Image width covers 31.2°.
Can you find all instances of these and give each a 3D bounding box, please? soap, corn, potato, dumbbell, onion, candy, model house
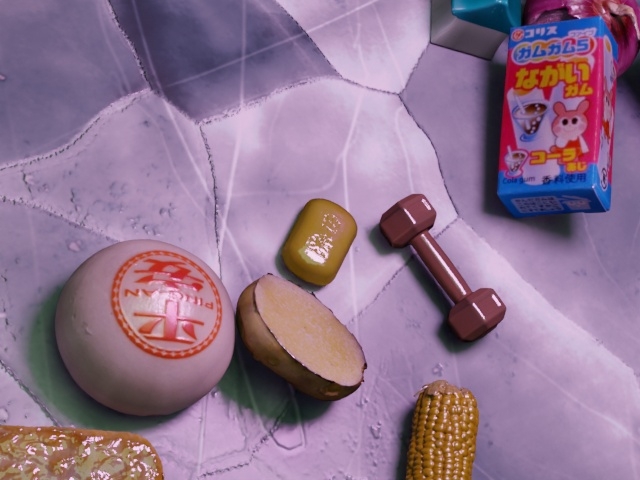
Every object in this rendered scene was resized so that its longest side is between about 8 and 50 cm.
[{"bbox_3d":[0.000,0.000,1.641,0.089,0.045,0.140,32,57,-9],"label":"soap"},{"bbox_3d":[0.156,0.311,1.521,0.091,0.091,0.260,6,63,12],"label":"corn"},{"bbox_3d":[-0.035,0.138,1.519,0.200,0.081,0.164,41,28,-16],"label":"potato"},{"bbox_3d":[0.178,0.041,1.672,0.092,0.082,0.231,-29,78,-30],"label":"dumbbell"},{"bbox_3d":[0.450,-0.376,1.949,0.207,0.200,0.200,19,57,8],"label":"onion"},{"bbox_3d":[0.373,-0.194,1.796,0.100,0.157,0.305,40,53,-54],"label":"candy"},{"bbox_3d":[0.265,-0.387,1.888,0.127,0.149,0.100,13,64,-18],"label":"model house"}]

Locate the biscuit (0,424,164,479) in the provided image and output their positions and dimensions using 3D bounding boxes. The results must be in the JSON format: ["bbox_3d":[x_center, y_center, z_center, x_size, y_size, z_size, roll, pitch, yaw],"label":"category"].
[{"bbox_3d":[-0.309,0.283,1.377,0.247,0.029,0.118,7,63,-19],"label":"biscuit"}]

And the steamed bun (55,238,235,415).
[{"bbox_3d":[-0.213,0.100,1.441,0.232,0.145,0.231,9,62,-18],"label":"steamed bun"}]
